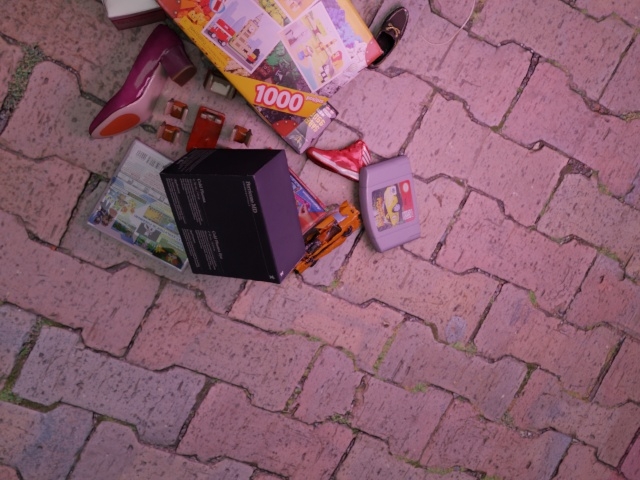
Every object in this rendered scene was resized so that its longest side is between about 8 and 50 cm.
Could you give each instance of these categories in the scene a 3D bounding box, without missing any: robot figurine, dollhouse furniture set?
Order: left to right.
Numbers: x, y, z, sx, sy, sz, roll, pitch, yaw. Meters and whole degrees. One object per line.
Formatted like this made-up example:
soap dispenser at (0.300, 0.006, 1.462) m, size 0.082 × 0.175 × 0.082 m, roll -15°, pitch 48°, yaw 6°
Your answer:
dollhouse furniture set at (-0.330, -0.373, 1.773) m, size 0.262 × 0.135 × 0.259 m, roll 19°, pitch 108°, yaw -15°
robot figurine at (0.000, 0.000, 1.878) m, size 0.291 × 0.211 × 0.085 m, roll -37°, pitch 75°, yaw -3°

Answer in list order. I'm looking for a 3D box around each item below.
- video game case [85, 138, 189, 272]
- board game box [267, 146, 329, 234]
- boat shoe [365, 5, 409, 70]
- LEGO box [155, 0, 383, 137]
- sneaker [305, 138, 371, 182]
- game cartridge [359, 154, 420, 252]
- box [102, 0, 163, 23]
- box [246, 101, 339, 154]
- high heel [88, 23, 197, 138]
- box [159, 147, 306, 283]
video game case at (-0.499, -0.101, 1.819) m, size 0.329 × 0.036 × 0.300 m, roll 30°, pitch 93°, yaw -17°
board game box at (-0.118, -0.145, 1.828) m, size 0.145 × 0.027 × 0.281 m, roll -42°, pitch 78°, yaw -1°
boat shoe at (0.212, -0.634, 1.845) m, size 0.081 × 0.069 × 0.227 m, roll 31°, pitch 93°, yaw -16°
LEGO box at (-0.132, -0.583, 1.542) m, size 0.372 × 0.193 × 0.500 m, roll -40°, pitch 130°, yaw 8°
sneaker at (0.065, -0.281, 1.889) m, size 0.221 × 0.087 × 0.128 m, roll 24°, pitch 87°, yaw -28°
game cartridge at (0.224, -0.116, 1.929) m, size 0.196 × 0.060 × 0.294 m, roll -19°, pitch 108°, yaw -22°
box at (-0.512, -0.664, 1.598) m, size 0.149 × 0.232 × 0.126 m, roll -16°, pitch 105°, yaw -8°
box at (-0.087, -0.412, 1.833) m, size 0.231 × 0.056 × 0.183 m, roll 43°, pitch 89°, yaw -16°
high heel at (-0.548, -0.460, 1.723) m, size 0.377 × 0.127 × 0.181 m, roll -35°, pitch 76°, yaw 1°
box at (-0.240, -0.074, 1.680) m, size 0.313 × 0.179 × 0.343 m, roll 6°, pitch 124°, yaw 26°
